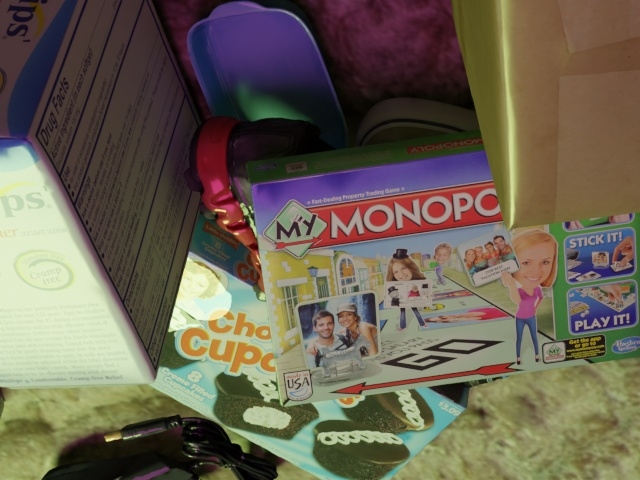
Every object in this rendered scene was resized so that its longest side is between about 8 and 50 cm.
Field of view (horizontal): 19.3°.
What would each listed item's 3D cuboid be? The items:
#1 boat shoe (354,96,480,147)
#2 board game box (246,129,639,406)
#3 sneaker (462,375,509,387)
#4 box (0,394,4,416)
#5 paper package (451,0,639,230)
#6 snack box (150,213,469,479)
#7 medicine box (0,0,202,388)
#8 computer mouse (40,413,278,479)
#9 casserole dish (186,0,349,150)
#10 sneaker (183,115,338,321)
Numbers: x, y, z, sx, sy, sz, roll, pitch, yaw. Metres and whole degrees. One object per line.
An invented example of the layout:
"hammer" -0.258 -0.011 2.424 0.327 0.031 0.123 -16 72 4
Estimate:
"boat shoe" 0.163 -0.019 1.621 0.302 0.094 0.109 29 131 -13
"board game box" 0.109 0.016 1.548 0.317 0.046 0.214 -8 119 -2
"sneaker" 0.100 0.078 1.742 0.078 0.067 0.188 -34 119 31
"box" -0.498 0.179 1.917 0.311 0.148 0.121 0 137 11
"paper package" 0.178 -0.221 1.280 0.168 0.309 0.325 -8 130 1
"snack box" -0.038 0.116 1.813 0.322 0.060 0.187 30 131 -14
"medicine box" -0.216 -0.069 1.534 0.149 0.263 0.289 -4 136 17
"computer mouse" -0.191 0.245 1.928 0.262 0.060 0.184 -10 150 21
"casserole dish" -0.041 -0.135 1.605 0.114 0.037 0.188 -7 129 19
"sneaker" 0.000 0.000 1.622 0.135 0.098 0.276 -11 127 29
